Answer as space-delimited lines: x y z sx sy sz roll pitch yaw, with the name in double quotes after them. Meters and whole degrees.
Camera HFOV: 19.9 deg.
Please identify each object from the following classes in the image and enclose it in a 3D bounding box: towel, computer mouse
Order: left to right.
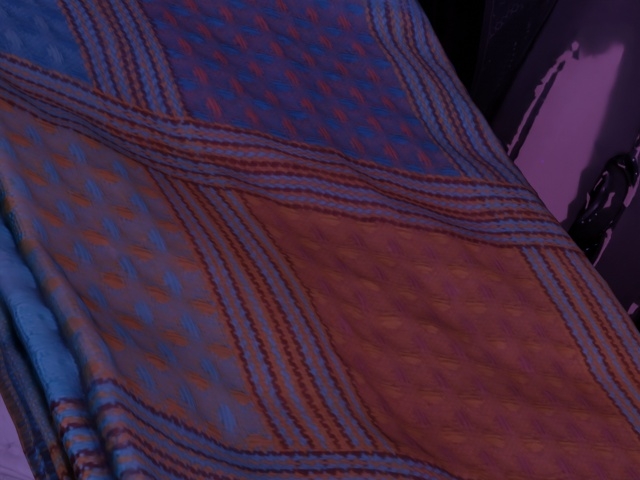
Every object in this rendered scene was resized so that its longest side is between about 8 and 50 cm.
0.000 0.000 0.548 0.271 0.040 0.370 12 34 -40 "towel"
0.127 -0.040 0.788 0.188 0.072 0.272 32 56 -29 "computer mouse"

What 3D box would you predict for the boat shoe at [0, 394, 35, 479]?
-0.034 0.202 0.527 0.156 0.136 0.367 -35 106 -34 "boat shoe"
